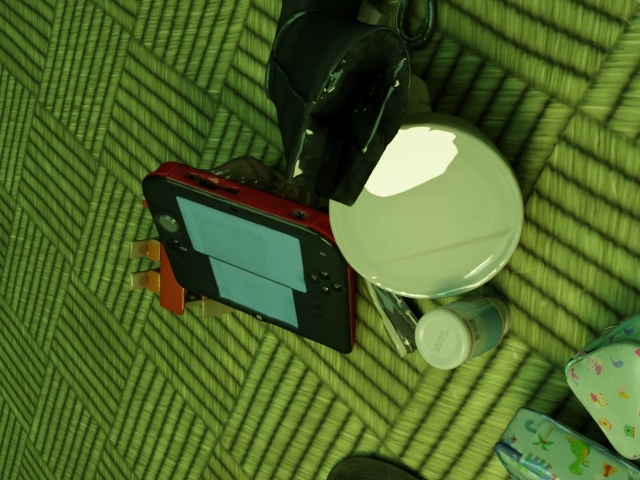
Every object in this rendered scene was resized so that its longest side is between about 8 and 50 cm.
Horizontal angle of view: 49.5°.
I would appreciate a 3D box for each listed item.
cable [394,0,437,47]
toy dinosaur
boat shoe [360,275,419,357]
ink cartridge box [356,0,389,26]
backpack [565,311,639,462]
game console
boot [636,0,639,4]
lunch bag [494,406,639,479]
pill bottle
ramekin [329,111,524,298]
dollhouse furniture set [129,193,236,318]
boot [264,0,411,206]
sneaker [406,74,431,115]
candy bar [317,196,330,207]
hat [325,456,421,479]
[{"bbox_3d":[0.156,-0.451,1.071,0.139,0.072,0.287,-10,103,24],"label":"cable"},{"bbox_3d":[-0.107,-0.086,1.257,0.295,0.127,0.200,42,130,21],"label":"toy dinosaur"},{"bbox_3d":[0.119,0.094,1.181,0.065,0.075,0.206,-24,71,-3],"label":"boat shoe"},{"bbox_3d":[0.057,-0.377,1.165,0.115,0.029,0.063,45,122,26],"label":"ink cartridge box"},{"bbox_3d":[0.420,0.170,0.866,0.188,0.144,0.166,-48,63,33],"label":"backpack"},{"bbox_3d":[-0.118,0.039,1.201,0.386,0.060,0.342,20,141,19],"label":"game console"},{"bbox_3d":[0.420,-0.461,0.760,0.284,0.138,0.377,-43,55,48],"label":"boot"},{"bbox_3d":[0.351,0.327,0.935,0.219,0.176,0.090,29,75,33],"label":"lunch bag"},{"bbox_3d":[0.216,0.129,1.021,0.087,0.160,0.087,7,101,40],"label":"pill bottle"},{"bbox_3d":[0.153,-0.059,1.006,0.273,0.127,0.273,5,119,10],"label":"ramekin"},{"bbox_3d":[-0.312,0.028,1.477,0.262,0.135,0.259,14,106,39],"label":"dollhouse furniture set"},{"bbox_3d":[0.018,-0.293,0.934,0.445,0.146,0.367,-103,22,-65],"label":"boot"},{"bbox_3d":[0.065,-0.195,1.157,0.297,0.111,0.129,-1,81,37],"label":"sneaker"},{"bbox_3d":[-0.038,-0.071,1.304,0.161,0.018,0.040,-7,92,40],"label":"candy bar"},{"bbox_3d":[0.090,0.547,1.217,0.331,0.134,0.331,7,100,40],"label":"hat"}]
